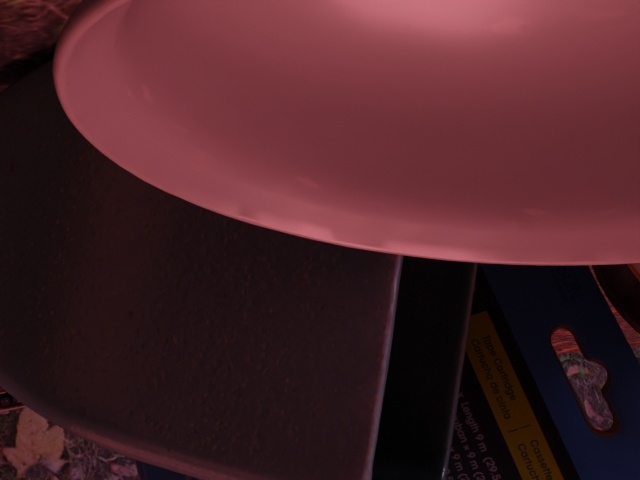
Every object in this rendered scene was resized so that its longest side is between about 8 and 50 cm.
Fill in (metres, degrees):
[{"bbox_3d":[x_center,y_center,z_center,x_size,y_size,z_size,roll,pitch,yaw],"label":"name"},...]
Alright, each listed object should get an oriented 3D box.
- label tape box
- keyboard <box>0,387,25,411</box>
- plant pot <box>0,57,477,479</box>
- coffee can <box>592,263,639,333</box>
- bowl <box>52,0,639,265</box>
[{"bbox_3d":[0.051,0.151,0.911,0.333,0.241,0.106,-15,147,-9],"label":"label tape box"},{"bbox_3d":[-0.238,0.036,0.938,0.108,0.180,0.023,-10,-161,8],"label":"keyboard"},{"bbox_3d":[-0.053,0.010,0.770,0.252,0.248,0.247,8,173,15],"label":"plant pot"},{"bbox_3d":[0.265,-0.038,0.790,0.201,0.202,0.275,-8,168,5],"label":"coffee can"},{"bbox_3d":[0.064,-0.092,0.485,0.297,0.134,0.298,6,165,2],"label":"bowl"}]
